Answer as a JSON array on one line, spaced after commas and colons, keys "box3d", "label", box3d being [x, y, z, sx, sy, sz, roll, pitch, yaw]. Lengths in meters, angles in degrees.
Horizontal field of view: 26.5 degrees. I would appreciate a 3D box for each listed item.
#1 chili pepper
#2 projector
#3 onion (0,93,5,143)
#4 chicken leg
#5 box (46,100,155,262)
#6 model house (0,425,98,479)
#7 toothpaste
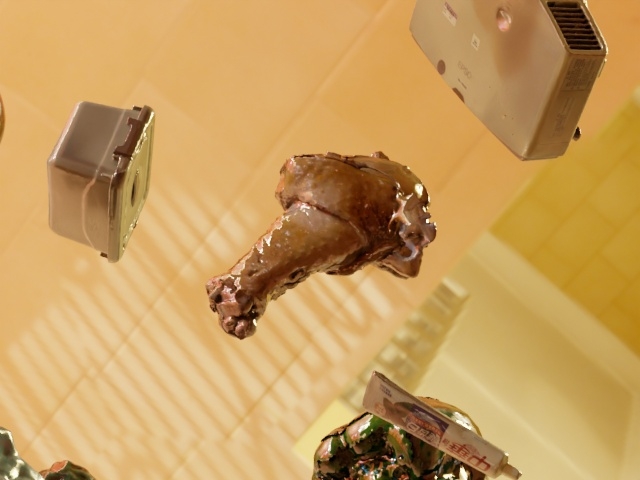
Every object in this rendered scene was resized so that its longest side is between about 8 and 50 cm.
[{"box3d": [0.134, 0.363, 2.071, 0.256, 0.233, 0.249, 3, -100, -54], "label": "chili pepper"}, {"box3d": [0.207, -0.234, 1.475, 0.088, 0.193, 0.269, -7, -137, -28], "label": "projector"}, {"box3d": [-0.496, -0.145, 1.622, 0.221, 0.281, 0.281, 50, -155, 24], "label": "onion"}, {"box3d": [-0.003, -0.007, 1.044, 0.196, 0.080, 0.125, -17, -116, -17], "label": "chicken leg"}, {"box3d": [-0.246, -0.070, 1.507, 0.093, 0.172, 0.124, 16, -128, 1], "label": "box"}, {"box3d": [-0.470, 0.314, 1.413, 0.339, 0.360, 0.297, 47, -161, -19], "label": "model house"}, {"box3d": [0.157, 0.249, 1.765, 0.233, 0.060, 0.038, 29, -152, 17], "label": "toothpaste"}]
